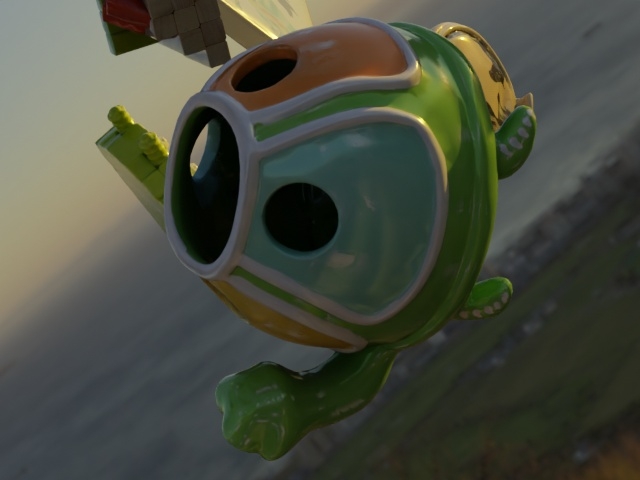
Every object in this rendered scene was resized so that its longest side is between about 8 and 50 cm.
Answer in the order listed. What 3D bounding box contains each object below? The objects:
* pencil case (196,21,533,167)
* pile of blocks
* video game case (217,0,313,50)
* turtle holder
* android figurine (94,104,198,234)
[{"bbox_3d":[0.036,-0.092,1.903,0.410,0.160,0.183,-28,-31,27],"label":"pencil case"},{"bbox_3d":[-0.207,-0.264,1.562,0.112,0.362,0.149,-19,-45,-17],"label":"pile of blocks"},{"bbox_3d":[-0.135,-0.344,2.080,0.036,0.329,0.300,-45,28,19],"label":"video game case"},{"bbox_3d":[-0.006,-0.017,1.284,0.227,0.243,0.320,-2,-44,-36],"label":"turtle holder"},{"bbox_3d":[-0.135,-0.031,1.691,0.056,0.273,0.248,-41,44,-9],"label":"android figurine"}]
